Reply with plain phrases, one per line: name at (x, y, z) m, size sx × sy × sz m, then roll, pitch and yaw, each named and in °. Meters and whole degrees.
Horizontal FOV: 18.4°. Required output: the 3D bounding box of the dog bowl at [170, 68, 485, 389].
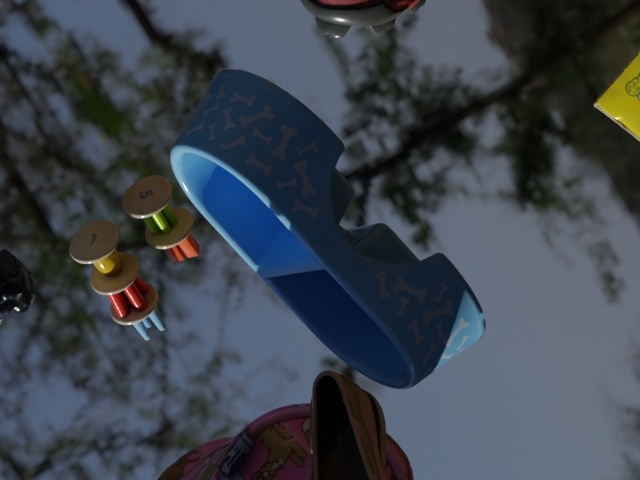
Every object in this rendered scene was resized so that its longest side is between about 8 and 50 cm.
dog bowl at (0.000, 0.000, 1.544) m, size 0.297 × 0.074 × 0.166 m, roll 47°, pitch 160°, yaw -14°

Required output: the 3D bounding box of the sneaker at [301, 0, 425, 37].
sneaker at (0.065, -0.258, 1.296) m, size 0.098 × 0.276 × 0.135 m, roll 24°, pitch 153°, yaw 24°

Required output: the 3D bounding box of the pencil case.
pencil case at (-0.044, 0.227, 1.638) m, size 0.386 × 0.167 × 0.160 m, roll 142°, pitch 138°, yaw -75°

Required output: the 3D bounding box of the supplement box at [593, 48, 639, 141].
supplement box at (0.446, -0.188, 1.892) m, size 0.194 × 0.195 × 0.356 m, roll 42°, pitch -144°, yaw 6°

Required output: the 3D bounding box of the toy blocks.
toy blocks at (-0.170, 0.023, 1.974) m, size 0.054 × 0.123 × 0.148 m, roll 37°, pitch 163°, yaw 42°

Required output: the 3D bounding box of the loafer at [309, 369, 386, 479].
loafer at (0.011, 0.118, 0.913) m, size 0.039 × 0.045 × 0.125 m, roll 52°, pitch -155°, yaw -50°

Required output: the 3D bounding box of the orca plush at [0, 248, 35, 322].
orca plush at (-0.291, 0.093, 1.099) m, size 0.102 × 0.287 × 0.151 m, roll 52°, pitch -169°, yaw -51°
